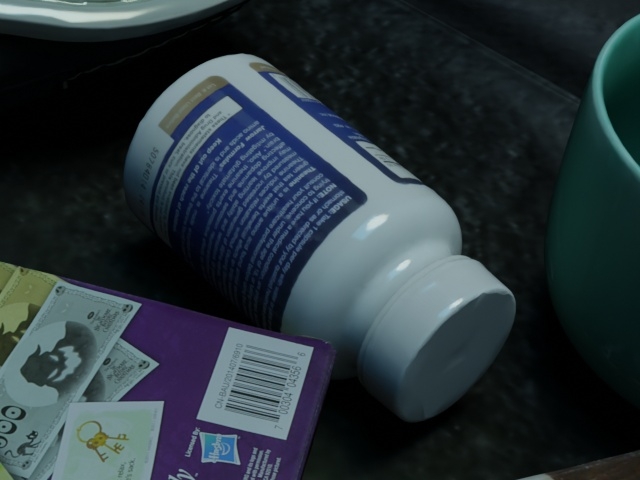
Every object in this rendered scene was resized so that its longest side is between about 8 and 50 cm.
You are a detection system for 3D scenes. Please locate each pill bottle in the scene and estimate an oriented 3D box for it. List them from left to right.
[{"bbox_3d":[0.000,0.000,0.521,0.067,0.067,0.120,-27,53,-34],"label":"pill bottle"}]

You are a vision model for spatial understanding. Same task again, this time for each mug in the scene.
[{"bbox_3d":[0.128,0.008,0.515,0.129,0.097,0.158,26,45,16],"label":"mug"}]

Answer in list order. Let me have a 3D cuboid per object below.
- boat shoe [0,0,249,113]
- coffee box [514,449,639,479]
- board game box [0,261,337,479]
[{"bbox_3d":[-0.143,-0.083,0.565,0.302,0.091,0.114,-11,66,-25],"label":"boat shoe"},{"bbox_3d":[0.191,0.119,0.389,0.297,0.119,0.168,-11,45,-22],"label":"coffee box"},{"bbox_3d":[-0.132,0.128,0.371,0.208,0.056,0.347,17,42,2],"label":"board game box"}]
